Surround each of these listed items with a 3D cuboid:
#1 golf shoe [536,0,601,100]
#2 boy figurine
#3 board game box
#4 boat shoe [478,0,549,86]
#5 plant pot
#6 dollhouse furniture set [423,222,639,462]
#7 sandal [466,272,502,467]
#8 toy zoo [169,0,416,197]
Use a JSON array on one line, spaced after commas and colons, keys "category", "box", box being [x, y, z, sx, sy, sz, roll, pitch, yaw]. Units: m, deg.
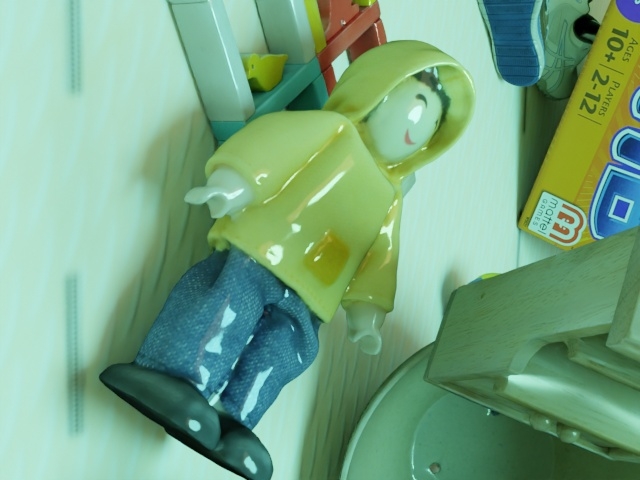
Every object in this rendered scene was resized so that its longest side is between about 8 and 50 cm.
[{"category": "golf shoe", "box": [0.288, -0.220, 1.064, 0.176, 0.086, 0.069, 46, 54, -54]}, {"category": "boy figurine", "box": [0.000, 0.000, 0.547, 0.285, 0.092, 0.177, -55, 129, -20]}, {"category": "board game box", "box": [0.500, -0.150, 1.061, 0.356, 0.356, 0.356, -40, 152, -50]}, {"category": "boat shoe", "box": [0.199, -0.247, 0.937, 0.183, 0.066, 0.066, 75, 30, -48]}, {"category": "plant pot", "box": [0.150, 0.198, 0.760, 0.191, 0.284, 0.284, -170, -95, -88]}, {"category": "dollhouse furniture set", "box": [0.127, 0.217, 0.482, 0.256, 0.362, 0.394, 142, -29, -71]}, {"category": "sandal", "box": [0.179, 0.187, 0.912, 0.138, 0.126, 0.317, -31, 119, -50]}, {"category": "toy zoo", "box": [-0.010, -0.116, 0.624, 0.192, 0.030, 0.293, -50, 135, -43]}]
